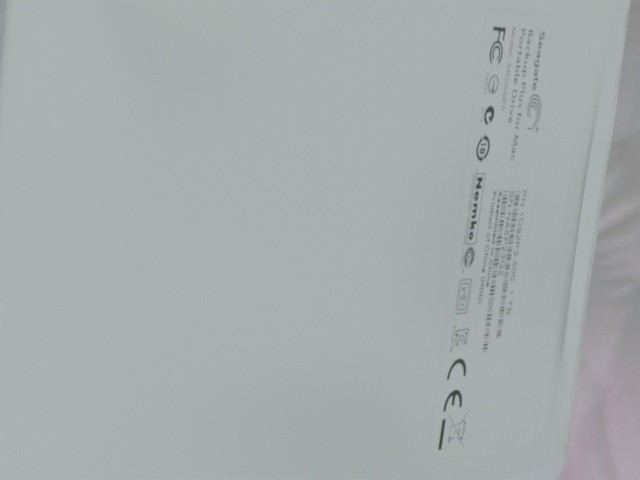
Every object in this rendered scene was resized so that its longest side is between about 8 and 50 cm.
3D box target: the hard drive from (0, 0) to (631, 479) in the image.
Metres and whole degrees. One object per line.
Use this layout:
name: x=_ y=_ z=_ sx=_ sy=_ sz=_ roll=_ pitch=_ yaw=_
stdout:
hard drive: x=0.000 y=0.000 z=0.497 sx=0.307 sy=0.040 sz=0.203 roll=-4 pitch=103 yaw=-54
